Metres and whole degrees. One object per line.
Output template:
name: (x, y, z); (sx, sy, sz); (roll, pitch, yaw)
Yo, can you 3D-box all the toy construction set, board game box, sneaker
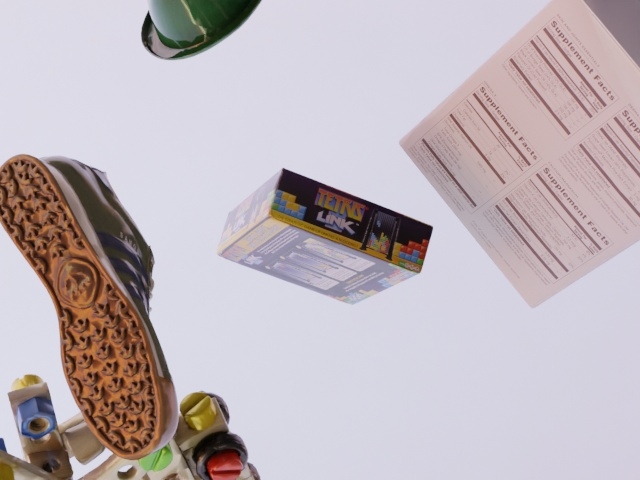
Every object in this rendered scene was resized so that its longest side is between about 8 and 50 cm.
toy construction set: (-0.164, 0.228, 1.355); (0.215, 0.327, 0.151); (-24, -123, -5)
board game box: (0.000, 0.000, 1.324); (0.141, 0.170, 0.048); (22, -108, -14)
sneaker: (-0.122, 0.033, 0.913); (0.192, 0.064, 0.086); (64, -155, 7)

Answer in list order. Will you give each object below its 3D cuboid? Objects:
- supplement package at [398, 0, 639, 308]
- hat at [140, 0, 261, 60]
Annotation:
supplement package: (0.248, -0.112, 1.304); (0.199, 0.263, 0.198); (-37, -93, -38)
hat: (-0.165, -0.305, 1.582); (0.173, 0.208, 0.183); (-44, -53, -1)
